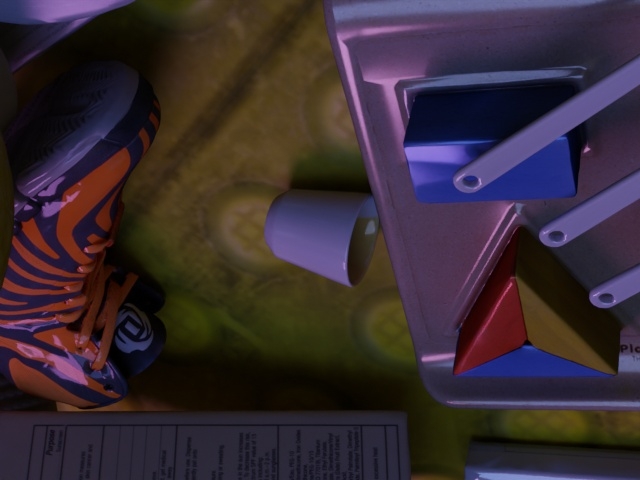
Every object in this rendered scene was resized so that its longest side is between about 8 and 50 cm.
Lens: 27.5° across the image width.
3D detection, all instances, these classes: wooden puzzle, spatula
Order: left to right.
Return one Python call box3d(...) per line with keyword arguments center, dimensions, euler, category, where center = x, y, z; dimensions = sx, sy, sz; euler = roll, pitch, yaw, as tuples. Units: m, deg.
box3d(center=(0.183, -0.018, 0.773), dimensions=(0.322, 0.080, 0.347), euler=(-2, 128, 18), category="wooden puzzle")
box3d(center=(0.196, -0.054, 0.677), dimensions=(0.168, 0.019, 0.242), euler=(36, 133, -24), category="spatula")

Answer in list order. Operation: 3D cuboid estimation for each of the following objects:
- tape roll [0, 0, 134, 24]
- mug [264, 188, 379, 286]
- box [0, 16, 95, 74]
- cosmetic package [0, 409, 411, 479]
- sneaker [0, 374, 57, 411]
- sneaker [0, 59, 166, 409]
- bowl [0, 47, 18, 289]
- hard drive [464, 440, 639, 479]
box3d(center=(-0.146, -0.210, 0.605), dimensions=(0.219, 0.072, 0.219), euler=(1, 134, 1), category="tape roll")
box3d(center=(-0.001, 0.000, 0.860), dimensions=(0.064, 0.062, 0.078), euler=(13, 125, 17), category="mug")
box3d(center=(-0.144, -0.166, 0.761), dimensions=(0.324, 0.063, 0.067), euler=(-27, 117, 33), category="box")
box3d(center=(-0.084, 0.212, 0.942), dimensions=(0.296, 0.153, 0.129), euler=(1, 148, 0), category="cosmetic package")
box3d(center=(-0.363, 0.085, 0.996), dimensions=(0.127, 0.126, 0.321), euler=(-34, 115, 30), category="sneaker")
box3d(center=(-0.159, 0.007, 0.888), dimensions=(0.180, 0.124, 0.321), euler=(37, 140, -19), category="sneaker")
box3d(center=(-0.260, -0.065, 0.714), dimensions=(0.289, 0.156, 0.289), euler=(29, 145, 23), category="bowl")
box3d(center=(0.272, 0.240, 0.987), dimensions=(0.308, 0.040, 0.203), euler=(1, 129, 16), category="hard drive")
